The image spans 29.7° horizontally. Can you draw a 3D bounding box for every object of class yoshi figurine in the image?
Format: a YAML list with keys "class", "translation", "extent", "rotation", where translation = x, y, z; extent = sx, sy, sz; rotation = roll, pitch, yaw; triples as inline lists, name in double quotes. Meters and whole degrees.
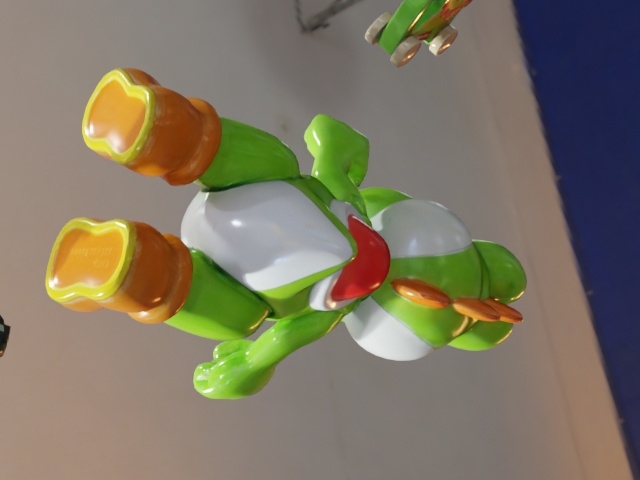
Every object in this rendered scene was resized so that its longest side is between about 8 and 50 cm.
- class: "yoshi figurine"
  translation: [-0.018, 0.005, 0.877]
  extent: [0.362, 0.203, 0.203]
  rotation: [17, -139, -36]

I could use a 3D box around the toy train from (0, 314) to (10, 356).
- class: "toy train"
  translation: [-0.262, 0.042, 0.774]
  extent: [0.158, 0.027, 0.036]
  rotation: [29, -103, -50]

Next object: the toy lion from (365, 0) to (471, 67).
- class: "toy lion"
  translation: [0.085, -0.166, 0.804]
  extent: [0.034, 0.096, 0.100]
  rotation: [44, -148, 11]
